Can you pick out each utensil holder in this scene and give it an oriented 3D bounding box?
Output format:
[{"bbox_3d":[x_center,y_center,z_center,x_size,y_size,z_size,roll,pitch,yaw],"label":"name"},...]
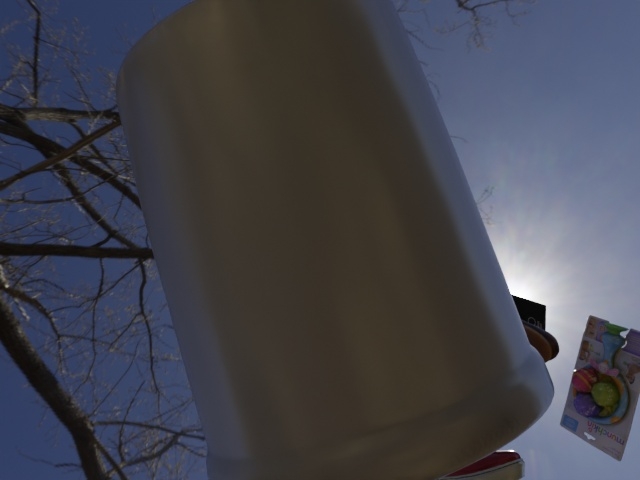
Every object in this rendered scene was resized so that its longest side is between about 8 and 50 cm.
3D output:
[{"bbox_3d":[0.000,0.000,0.492,0.328,0.327,0.385,-16,-97,-9],"label":"utensil holder"}]

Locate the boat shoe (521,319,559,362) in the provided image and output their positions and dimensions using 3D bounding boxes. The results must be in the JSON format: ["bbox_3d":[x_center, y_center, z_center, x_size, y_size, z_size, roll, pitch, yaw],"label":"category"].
[{"bbox_3d":[0.351,0.171,0.889,0.073,0.207,0.073,-10,-82,-26],"label":"boat shoe"}]

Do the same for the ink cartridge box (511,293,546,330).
[{"bbox_3d":[0.429,0.206,1.252,0.333,0.065,0.165,16,-112,-12],"label":"ink cartridge box"}]

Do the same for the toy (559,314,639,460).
[{"bbox_3d":[0.524,0.270,0.919,0.056,0.137,0.237,15,-87,-21],"label":"toy"}]

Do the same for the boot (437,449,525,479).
[{"bbox_3d":[0.171,0.289,0.737,0.088,0.244,0.176,21,-124,-47],"label":"boot"}]
